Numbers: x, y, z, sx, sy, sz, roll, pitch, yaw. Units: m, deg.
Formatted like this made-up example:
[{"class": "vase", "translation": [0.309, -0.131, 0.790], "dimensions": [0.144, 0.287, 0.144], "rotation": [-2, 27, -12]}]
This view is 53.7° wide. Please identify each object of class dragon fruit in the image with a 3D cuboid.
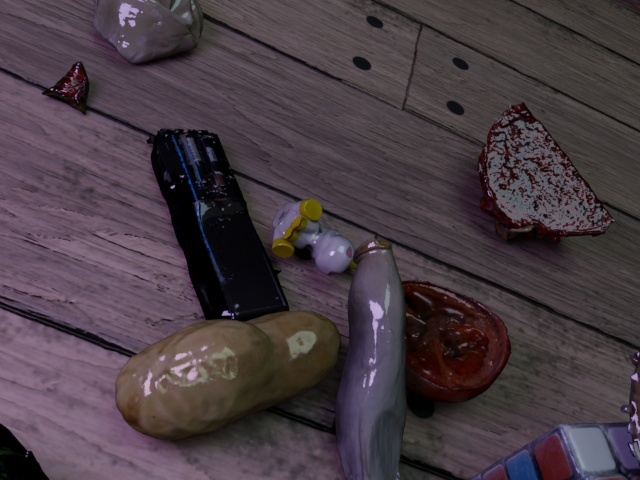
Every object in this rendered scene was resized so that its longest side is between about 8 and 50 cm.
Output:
[{"class": "dragon fruit", "translation": [0.407, -0.096, 1.302], "dimensions": [0.205, 0.152, 0.317], "rotation": [-27, 77, -17]}]

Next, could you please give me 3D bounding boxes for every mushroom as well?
[{"class": "mushroom", "translation": [0.075, 0.172, 0.870], "dimensions": [0.097, 0.109, 0.352], "rotation": [5, 84, -10]}]

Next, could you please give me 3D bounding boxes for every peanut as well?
[{"class": "peanut", "translation": [-0.106, 0.166, 0.829], "dimensions": [0.318, 0.148, 0.148], "rotation": [-10, 59, -32]}]

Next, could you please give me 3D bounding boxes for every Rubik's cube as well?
[{"class": "Rubik's cube", "translation": [0.371, 0.394, 0.806], "dimensions": [0.258, 0.256, 0.254], "rotation": [8, 51, -22]}]

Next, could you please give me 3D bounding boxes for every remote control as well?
[{"class": "remote control", "translation": [-0.164, -0.030, 1.013], "dimensions": [0.144, 0.062, 0.399], "rotation": [-9, 59, -32]}]

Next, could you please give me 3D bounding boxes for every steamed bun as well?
[{"class": "steamed bun", "translation": [-0.332, -0.461, 1.215], "dimensions": [0.218, 0.144, 0.211], "rotation": [-20, 65, -37]}]

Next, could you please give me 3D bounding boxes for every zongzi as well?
[{"class": "zongzi", "translation": [-0.418, -0.249, 1.081], "dimensions": [0.073, 0.067, 0.083], "rotation": [43, 66, -5]}]

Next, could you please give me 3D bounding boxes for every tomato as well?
[{"class": "tomato", "translation": [0.180, 0.167, 1.004], "dimensions": [0.227, 0.101, 0.228], "rotation": [12, 42, -11]}]

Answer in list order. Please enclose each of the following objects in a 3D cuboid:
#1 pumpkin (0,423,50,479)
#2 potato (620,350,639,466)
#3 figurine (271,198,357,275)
[{"class": "pumpkin", "translation": [-0.389, 0.297, 0.555], "dimensions": [0.295, 0.296, 0.296], "rotation": [13, 50, -16]}, {"class": "potato", "translation": [0.527, 0.223, 0.706], "dimensions": [0.237, 0.300, 0.289], "rotation": [18, 79, -40]}, {"class": "figurine", "translation": [0.003, 0.002, 1.041], "dimensions": [0.178, 0.109, 0.129], "rotation": [30, 3, -10]}]
